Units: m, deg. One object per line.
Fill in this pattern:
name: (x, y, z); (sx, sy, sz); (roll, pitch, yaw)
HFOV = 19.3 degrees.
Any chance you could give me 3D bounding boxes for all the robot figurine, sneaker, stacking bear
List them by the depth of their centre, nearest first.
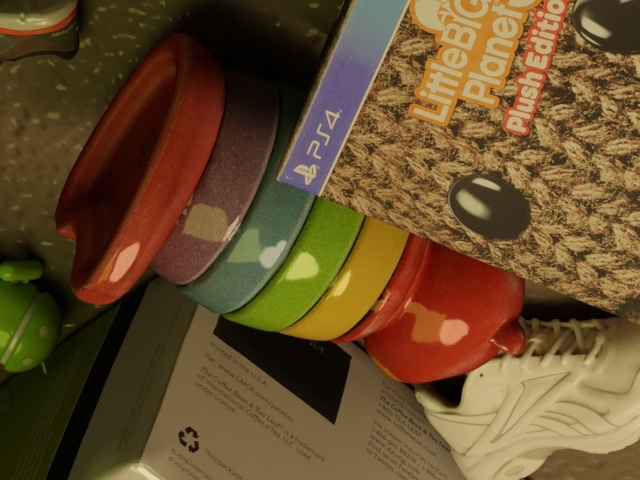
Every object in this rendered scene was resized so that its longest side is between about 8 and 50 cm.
stacking bear: (0.000, 0.000, 1.200); (0.289, 0.175, 0.164); (26, 103, -21)
sneaker: (-0.228, -0.135, 1.210); (0.158, 0.061, 0.065); (6, 141, 14)
sneaker: (0.153, 0.090, 1.282); (0.115, 0.090, 0.232); (44, 129, -19)
robot figurine: (-0.242, 0.053, 1.384); (0.115, 0.067, 0.101); (29, 104, -8)

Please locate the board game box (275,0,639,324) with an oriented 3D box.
board game box: (0.156, -0.101, 1.060); (0.291, 0.141, 0.232); (21, 135, -3)

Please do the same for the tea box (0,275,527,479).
tea box: (-0.080, 0.228, 1.391); (0.329, 0.220, 0.323); (39, 132, -20)
